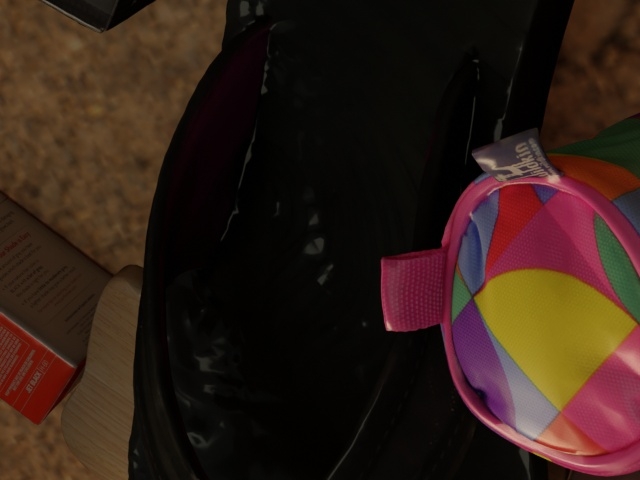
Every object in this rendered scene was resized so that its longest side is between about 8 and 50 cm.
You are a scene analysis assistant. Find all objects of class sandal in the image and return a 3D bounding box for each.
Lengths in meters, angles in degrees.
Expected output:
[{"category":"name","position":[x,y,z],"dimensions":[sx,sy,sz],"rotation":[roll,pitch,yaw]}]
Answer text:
[{"category":"sandal","position":[-0.002,-0.002,0.555],"dimensions":[0.168,0.107,0.445],"rotation":[8,95,28]}]

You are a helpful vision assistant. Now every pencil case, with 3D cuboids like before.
[{"category":"pencil case","position":[0.136,-0.010,0.512],"dimensions":[0.104,0.236,0.104],"rotation":[23,122,42]}]

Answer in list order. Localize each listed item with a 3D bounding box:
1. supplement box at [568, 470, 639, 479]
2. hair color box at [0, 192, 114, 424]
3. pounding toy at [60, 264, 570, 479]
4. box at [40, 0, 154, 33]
[{"category":"supplement box","position":[0.133,0.186,0.662],"dimensions":[0.073,0.130,0.239],"rotation":[8,115,17]},{"category":"hair color box","position":[-0.160,0.013,0.724],"dimensions":[0.141,0.072,0.043],"rotation":[38,121,2]},{"category":"pounding toy","position":[0.004,0.116,0.662],"dimensions":[0.269,0.155,0.154],"rotation":[44,125,-3]},{"category":"box","position":[-0.149,-0.238,0.610],"dimensions":[0.270,0.060,0.216],"rotation":[29,120,5]}]
